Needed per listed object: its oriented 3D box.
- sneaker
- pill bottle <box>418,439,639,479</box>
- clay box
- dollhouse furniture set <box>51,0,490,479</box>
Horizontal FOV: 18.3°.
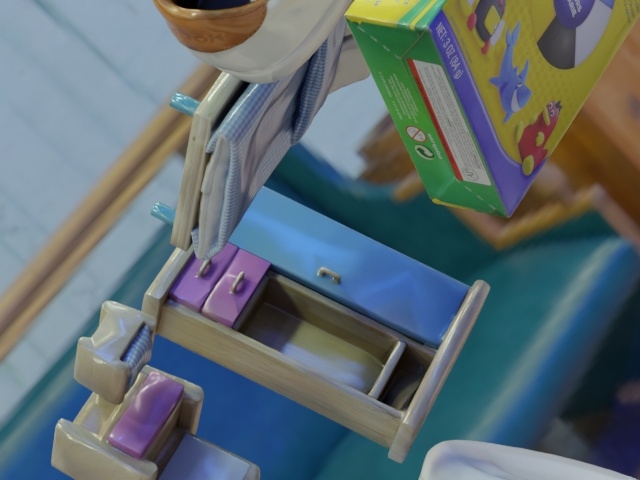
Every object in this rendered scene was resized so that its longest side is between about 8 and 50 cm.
[{"bbox_3d":[0.016,-0.214,1.017,0.290,0.106,0.123,-58,-22,5],"label":"sneaker"},{"bbox_3d":[0.128,0.335,1.363,0.204,0.204,0.361,-152,76,-76],"label":"pill bottle"},{"bbox_3d":[0.106,-0.135,0.956,0.053,0.127,0.222,14,57,37],"label":"clay box"},{"bbox_3d":[0.000,0.000,1.204,0.286,0.198,0.303,-59,-9,-38],"label":"dollhouse furniture set"}]
